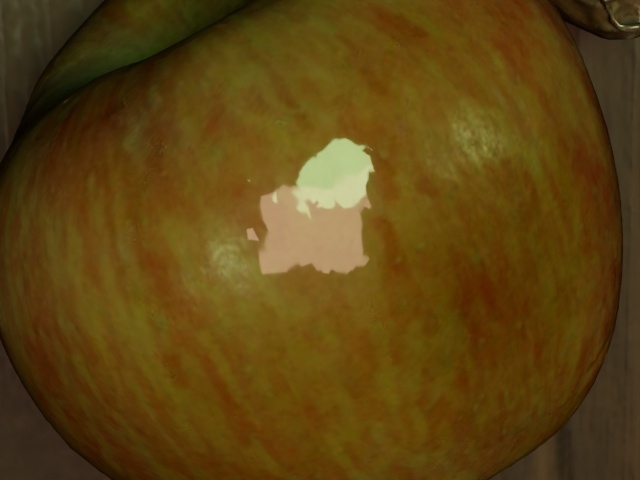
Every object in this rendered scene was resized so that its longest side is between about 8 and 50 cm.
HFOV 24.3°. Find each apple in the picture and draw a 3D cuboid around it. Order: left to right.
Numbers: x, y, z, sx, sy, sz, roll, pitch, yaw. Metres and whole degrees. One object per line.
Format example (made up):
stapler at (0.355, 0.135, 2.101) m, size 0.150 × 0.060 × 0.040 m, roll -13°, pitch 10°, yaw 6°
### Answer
apple at (0.000, 0.000, 0.610) m, size 0.264 × 0.264 × 0.264 m, roll -3°, pitch 106°, yaw -12°

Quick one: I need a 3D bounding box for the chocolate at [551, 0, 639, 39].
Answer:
chocolate at (0.131, -0.212, 0.665) m, size 0.148 × 0.093 × 0.214 m, roll 27°, pitch 99°, yaw -19°
